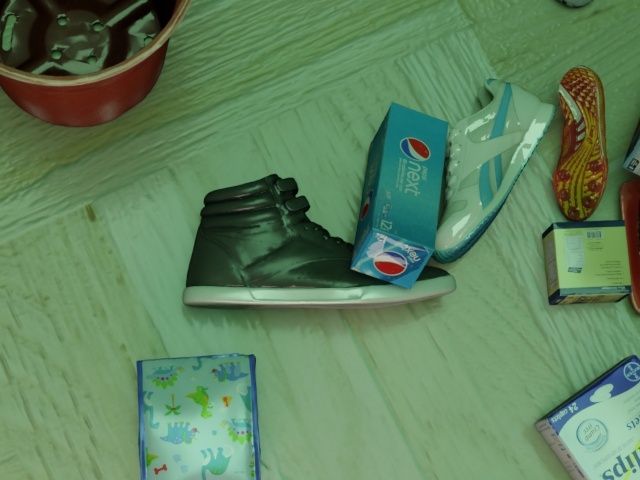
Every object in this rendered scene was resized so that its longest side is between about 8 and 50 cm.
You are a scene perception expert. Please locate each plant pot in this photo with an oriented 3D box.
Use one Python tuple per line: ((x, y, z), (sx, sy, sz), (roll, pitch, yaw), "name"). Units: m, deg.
((-0.264, -0.250, 1.695), (0.272, 0.265, 0.272), (1, 77, -5), "plant pot")

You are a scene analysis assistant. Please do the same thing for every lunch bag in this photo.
((-0.128, 0.196, 1.693), (0.129, 0.096, 0.151), (-3, 87, -5), "lunch bag")

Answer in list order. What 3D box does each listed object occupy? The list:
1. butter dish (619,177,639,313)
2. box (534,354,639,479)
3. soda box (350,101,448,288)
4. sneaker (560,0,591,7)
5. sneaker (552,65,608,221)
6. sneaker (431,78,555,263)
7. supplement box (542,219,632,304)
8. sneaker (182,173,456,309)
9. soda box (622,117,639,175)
((0.423, -0.005, 1.770), (0.160, 0.118, 0.160), (-2, 77, -6), "butter dish")
((0.324, 0.215, 1.737), (0.126, 0.072, 0.137), (-34, 83, -10), "box")
((0.086, -0.050, 1.724), (0.071, 0.067, 0.210), (19, 44, -8), "soda box")
((0.350, -0.369, 1.856), (0.083, 0.098, 0.223), (34, 77, 3), "sneaker")
((0.300, -0.108, 1.814), (0.064, 0.067, 0.175), (5, 93, 23), "sneaker")
((0.171, -0.075, 1.787), (0.092, 0.087, 0.228), (30, 68, 4), "sneaker")
((0.295, 0.025, 1.785), (0.083, 0.056, 0.083), (-2, 78, -5), "supplement box")
((0.000, 0.000, 1.741), (0.296, 0.104, 0.147), (1, 83, 0), "sneaker")
((0.394, -0.145, 1.793), (0.063, 0.058, 0.183), (26, 50, 2), "soda box")
